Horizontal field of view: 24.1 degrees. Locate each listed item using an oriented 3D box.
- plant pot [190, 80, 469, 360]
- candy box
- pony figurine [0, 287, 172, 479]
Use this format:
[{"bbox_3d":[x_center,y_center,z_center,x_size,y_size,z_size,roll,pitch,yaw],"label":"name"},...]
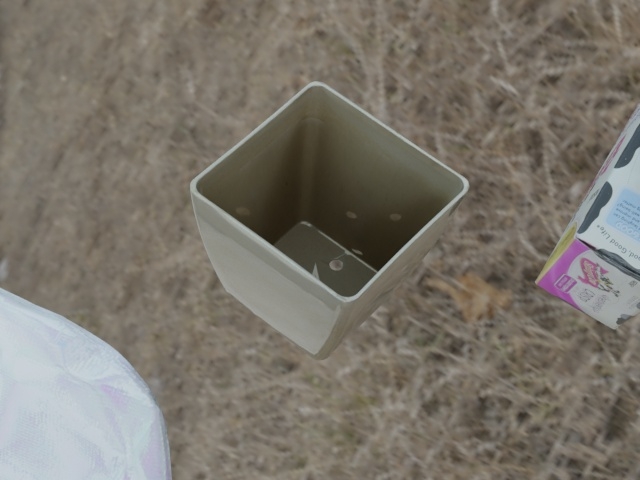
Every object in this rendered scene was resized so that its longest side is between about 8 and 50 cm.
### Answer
[{"bbox_3d":[0.000,0.000,0.820,0.109,0.096,0.109,36,55,18],"label":"plant pot"},{"bbox_3d":[0.240,-0.065,1.015,0.071,0.159,0.233,30,78,5],"label":"candy box"},{"bbox_3d":[-0.077,0.198,0.629,0.351,0.363,0.303,12,76,27],"label":"pony figurine"}]
